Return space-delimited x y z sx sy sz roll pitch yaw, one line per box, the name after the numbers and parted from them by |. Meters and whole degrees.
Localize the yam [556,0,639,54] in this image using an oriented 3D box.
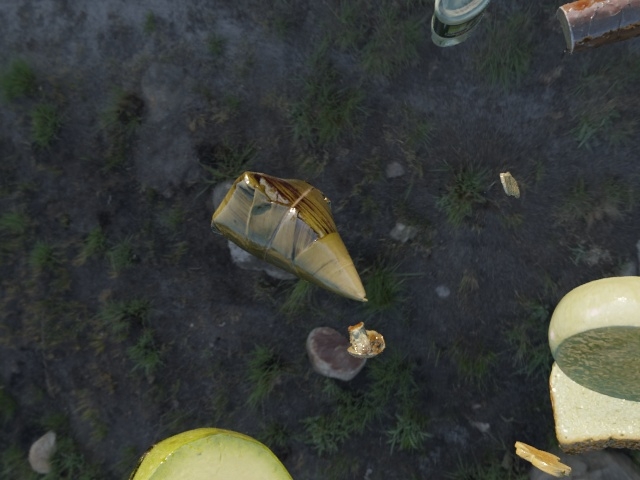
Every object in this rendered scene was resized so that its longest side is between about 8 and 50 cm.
0.421 -0.319 0.678 0.141 0.079 0.079 -13 91 18 | yam

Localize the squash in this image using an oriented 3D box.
-0.115 0.251 0.563 0.192 0.184 0.085 18 96 -16 | squash

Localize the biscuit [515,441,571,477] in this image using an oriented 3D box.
0.652 0.648 1.405 0.153 0.234 0.030 16 83 14 | biscuit

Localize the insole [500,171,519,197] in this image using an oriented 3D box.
0.541 -0.158 1.356 0.011 0.248 0.081 -19 85 29 | insole

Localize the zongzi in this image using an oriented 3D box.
0.000 0.000 0.843 0.300 0.274 0.145 35 108 18 | zongzi

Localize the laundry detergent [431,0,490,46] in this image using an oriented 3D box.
0.227 -0.370 0.786 0.070 0.225 0.099 43 102 1 | laundry detergent

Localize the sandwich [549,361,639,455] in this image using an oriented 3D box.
0.749 0.419 1.233 0.288 0.254 0.099 -18 127 38 | sandwich

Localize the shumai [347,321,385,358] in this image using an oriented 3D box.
0.154 0.348 1.694 0.145 0.145 0.116 -9 97 20 | shumai

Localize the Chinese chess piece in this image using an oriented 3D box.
0.291 0.094 0.443 0.144 0.058 0.144 17 143 13 | Chinese chess piece
